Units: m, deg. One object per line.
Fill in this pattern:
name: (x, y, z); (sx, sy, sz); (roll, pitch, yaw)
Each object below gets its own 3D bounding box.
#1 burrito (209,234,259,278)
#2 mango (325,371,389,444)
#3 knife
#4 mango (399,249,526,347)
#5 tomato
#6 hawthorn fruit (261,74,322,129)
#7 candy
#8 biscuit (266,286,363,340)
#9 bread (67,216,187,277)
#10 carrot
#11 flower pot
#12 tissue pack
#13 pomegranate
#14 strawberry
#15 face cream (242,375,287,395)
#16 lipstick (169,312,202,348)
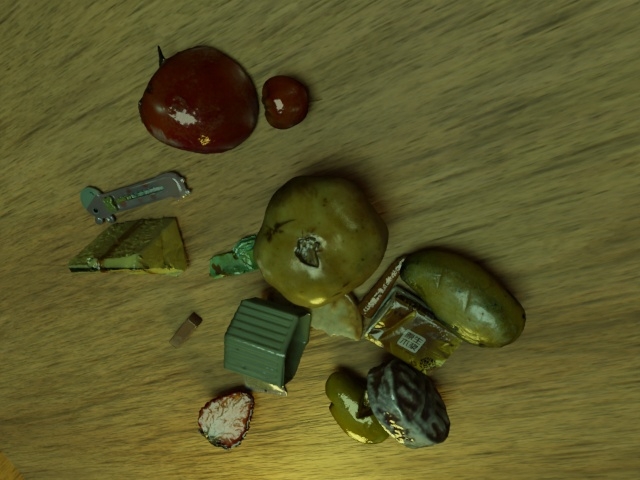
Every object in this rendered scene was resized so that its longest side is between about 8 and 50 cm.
burrito: (-0.224, 0.045, 1.448); (0.288, 0.054, 0.104); (-13, 109, 25)
mango: (0.116, 0.524, 1.538); (0.262, 0.130, 0.167); (41, 118, 0)
knife: (-0.568, -0.134, 1.476); (0.399, 0.038, 0.132); (-12, 114, 22)
mango: (0.364, 0.137, 1.250); (0.176, 0.175, 0.329); (-43, 76, 0)
tomato: (-0.323, -0.324, 1.222); (0.309, 0.170, 0.309); (8, 118, 16)
hawthorn fruit: (-0.080, -0.328, 1.171); (0.140, 0.125, 0.125); (13, 119, 13)
candy: (0.250, 0.471, 1.413); (0.157, 0.214, 0.289); (-31, 112, 33)
biscuit: (-0.017, 0.185, 1.456); (0.309, 0.040, 0.204); (11, 119, 14)
bread: (-0.570, 0.070, 1.463); (0.263, 0.236, 0.198); (-4, 114, 20)
carrot: (0.179, 0.118, 1.355); (0.057, 0.057, 0.224); (32, 116, 0)
flower pot: (-0.150, 0.286, 1.410); (0.190, 0.239, 0.209); (14, 91, 14)
tissue pack: (0.261, 0.254, 1.375); (0.226, 0.092, 0.183); (30, 120, 0)
pomegranate: (0.000, 0.000, 1.208); (0.333, 0.332, 0.332); (7, 118, 14)
strawberry: (-0.316, 0.620, 1.749); (0.190, 0.111, 0.236); (43, 98, 6)
face cream: (-0.208, 0.429, 1.625); (0.154, 0.096, 0.274); (0, 129, 15)
lipstick: (-0.457, 0.307, 1.659); (0.045, 0.045, 0.145); (39, 121, -6)
